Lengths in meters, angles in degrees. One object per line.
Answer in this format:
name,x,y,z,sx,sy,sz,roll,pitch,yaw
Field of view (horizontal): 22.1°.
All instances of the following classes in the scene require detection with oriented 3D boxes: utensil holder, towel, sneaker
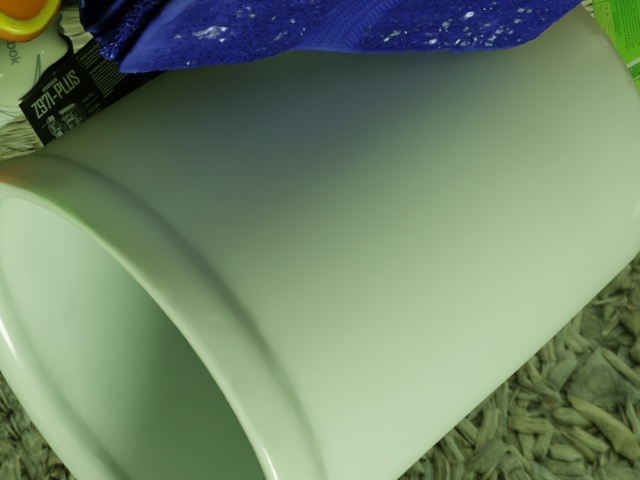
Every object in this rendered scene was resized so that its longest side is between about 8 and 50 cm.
utensil holder,0.000,0.000,1.130,0.385,0.328,0.327,-37,-165,-28
towel,0.041,-0.155,0.914,0.308,0.076,0.227,-9,173,-26
sneaker,-0.280,-0.140,1.444,0.129,0.111,0.297,-15,-178,-11

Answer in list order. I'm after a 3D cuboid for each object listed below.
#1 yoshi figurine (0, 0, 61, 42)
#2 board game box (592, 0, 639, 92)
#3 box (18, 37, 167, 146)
yoshi figurine,-0.282,-0.096,1.111,0.203,0.203,0.362,-16,-173,-32
board game box,0.284,-0.184,1.408,0.043,0.181,0.092,-9,-179,-37
box,-0.134,-0.107,1.353,0.180,0.147,0.077,-39,169,21
